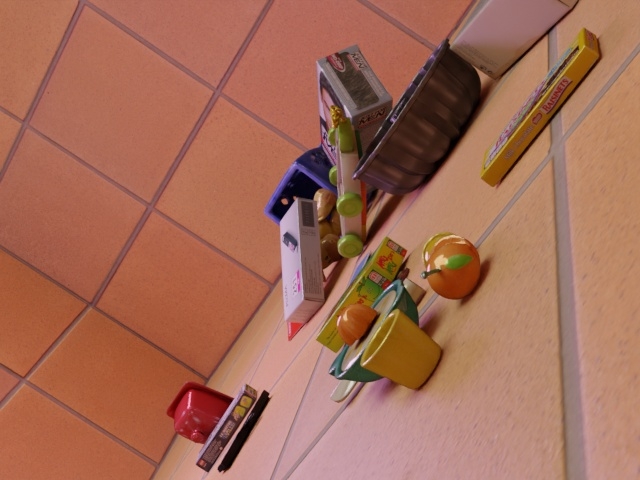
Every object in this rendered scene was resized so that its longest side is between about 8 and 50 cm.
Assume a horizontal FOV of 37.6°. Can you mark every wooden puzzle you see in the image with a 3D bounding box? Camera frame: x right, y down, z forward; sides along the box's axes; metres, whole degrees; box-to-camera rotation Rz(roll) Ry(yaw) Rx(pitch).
[{"bbox_3d":[0.110,0.070,1.380,0.049,0.006,0.083,-53,5,42],"label":"wooden puzzle"}]

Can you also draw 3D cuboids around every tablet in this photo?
[{"bbox_3d":[0.079,0.058,1.885,0.054,0.006,0.083,-54,3,34],"label":"tablet"}]

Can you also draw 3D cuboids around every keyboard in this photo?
[{"bbox_3d":[-0.156,0.393,1.945,0.180,0.023,0.108,-59,-2,-30],"label":"keyboard"}]

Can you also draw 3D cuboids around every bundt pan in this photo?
[{"bbox_3d":[0.200,-0.225,1.842,0.330,0.124,0.331,-56,3,5],"label":"bundt pan"}]

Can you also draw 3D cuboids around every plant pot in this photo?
[{"bbox_3d":[0.019,-0.130,2.606,0.212,0.236,0.236,-52,-1,-45],"label":"plant pot"}]

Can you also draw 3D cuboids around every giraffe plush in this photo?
[{"bbox_3d":[0.000,0.000,2.396,0.210,0.181,0.170,-43,31,28],"label":"giraffe plush"}]

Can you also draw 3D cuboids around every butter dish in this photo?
[{"bbox_3d":[-0.297,0.452,2.340,0.160,0.160,0.118,-54,17,36],"label":"butter dish"}]

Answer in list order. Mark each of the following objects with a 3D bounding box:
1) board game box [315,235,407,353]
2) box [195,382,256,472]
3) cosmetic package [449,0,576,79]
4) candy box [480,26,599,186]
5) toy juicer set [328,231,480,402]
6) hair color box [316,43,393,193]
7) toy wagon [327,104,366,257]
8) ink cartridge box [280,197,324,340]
[{"bbox_3d":[0.064,0.087,1.485,0.181,0.043,0.092,-56,1,35],"label":"board game box"},{"bbox_3d":[-0.224,0.445,2.245,0.207,0.036,0.114,-56,4,0],"label":"box"},{"bbox_3d":[0.352,-0.417,1.620,0.160,0.113,0.309,-57,4,-15],"label":"cosmetic package"},{"bbox_3d":[0.271,-0.166,1.172,0.206,0.027,0.105,-54,1,28],"label":"candy box"},{"bbox_3d":[0.080,0.076,1.086,0.209,0.089,0.329,-58,4,-17],"label":"toy juicer set"},{"bbox_3d":[0.083,-0.281,2.303,0.114,0.185,0.374,-24,-26,-11],"label":"hair color box"},{"bbox_3d":[0.059,-0.142,2.057,0.267,0.068,0.344,-96,3,-47],"label":"toy wagon"},{"bbox_3d":[-0.066,0.073,2.265,0.239,0.060,0.275,129,143,-52],"label":"ink cartridge box"}]
